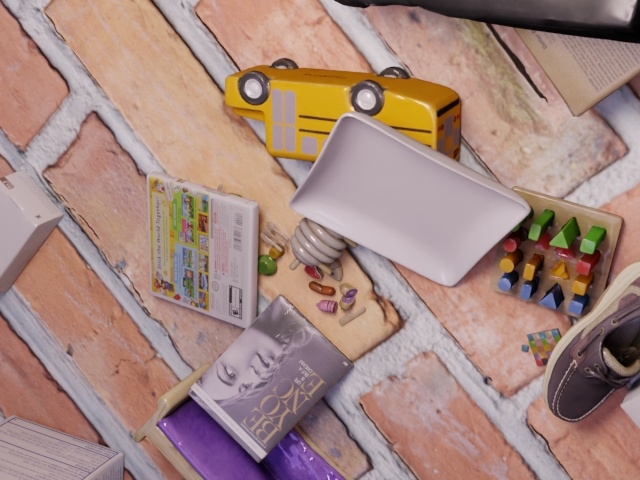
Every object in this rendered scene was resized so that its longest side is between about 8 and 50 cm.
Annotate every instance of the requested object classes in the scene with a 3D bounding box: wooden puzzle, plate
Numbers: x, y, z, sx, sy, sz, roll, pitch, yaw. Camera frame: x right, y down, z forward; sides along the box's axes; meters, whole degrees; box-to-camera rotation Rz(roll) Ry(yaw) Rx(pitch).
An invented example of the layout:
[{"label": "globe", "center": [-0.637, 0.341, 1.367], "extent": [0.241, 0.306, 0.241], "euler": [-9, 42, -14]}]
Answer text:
[{"label": "wooden puzzle", "center": [0.331, 0.155, 1.676], "extent": [0.083, 0.006, 0.049], "euler": [-17, 99, 31]}, {"label": "plate", "center": [0.118, -0.059, 1.598], "extent": [0.277, 0.045, 0.278], "euler": [26, 150, -5]}]

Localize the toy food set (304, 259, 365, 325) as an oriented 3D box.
[{"label": "toy food set", "center": [0.014, 0.075, 1.807], "extent": [0.078, 0.019, 0.122], "euler": [-36, 89, 32]}]

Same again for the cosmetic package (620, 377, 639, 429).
[{"label": "cosmetic package", "center": [0.630, 0.276, 1.509], "extent": [0.284, 0.097, 0.377], "euler": [-41, 86, 31]}]

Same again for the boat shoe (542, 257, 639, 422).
[{"label": "boat shoe", "center": [0.399, 0.151, 1.573], "extent": [0.103, 0.092, 0.285], "euler": [22, 119, -17]}]

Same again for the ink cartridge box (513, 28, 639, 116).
[{"label": "ink cartridge box", "center": [0.342, -0.308, 1.455], "extent": [0.193, 0.088, 0.234], "euler": [-35, 89, 33]}]

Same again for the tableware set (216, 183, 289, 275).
[{"label": "tableware set", "center": [-0.120, -0.015, 1.846], "extent": [0.154, 0.024, 0.104], "euler": [38, 124, 10]}]

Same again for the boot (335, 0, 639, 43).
[{"label": "boot", "center": [0.214, -0.438, 1.363], "extent": [0.445, 0.146, 0.367], "euler": [16, 108, 40]}]

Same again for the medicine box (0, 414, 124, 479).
[{"label": "medicine box", "center": [-0.545, 0.469, 2.082], "extent": [0.264, 0.289, 0.149], "euler": [14, 113, 23]}]

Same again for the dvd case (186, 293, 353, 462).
[{"label": "dvd case", "center": [-0.082, 0.221, 1.848], "extent": [0.164, 0.018, 0.221], "euler": [44, 92, 7]}]

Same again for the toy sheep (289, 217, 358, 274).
[{"label": "toy sheep", "center": [0.000, 0.000, 1.750], "extent": [0.091, 0.091, 0.132], "euler": [44, 102, 8]}]

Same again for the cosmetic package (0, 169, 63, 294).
[{"label": "cosmetic package", "center": [-0.568, -0.005, 2.048], "extent": [0.117, 0.085, 0.231], "euler": [48, 120, 5]}]

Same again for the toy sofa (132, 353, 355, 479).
[{"label": "toy sofa", "center": [-0.118, 0.375, 1.908], "extent": [0.362, 0.150, 0.177], "euler": [47, 123, 6]}]

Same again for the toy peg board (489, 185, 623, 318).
[{"label": "toy peg board", "center": [0.315, 0.029, 1.597], "extent": [0.161, 0.079, 0.160], "euler": [18, 115, 22]}]

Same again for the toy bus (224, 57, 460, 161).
[{"label": "toy bus", "center": [0.029, -0.181, 1.656], "extent": [0.333, 0.108, 0.130], "euler": [8, 113, 25]}]

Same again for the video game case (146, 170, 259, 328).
[{"label": "video game case", "center": [-0.193, 0.016, 1.873], "extent": [0.206, 0.026, 0.227], "euler": [17, 122, 25]}]
